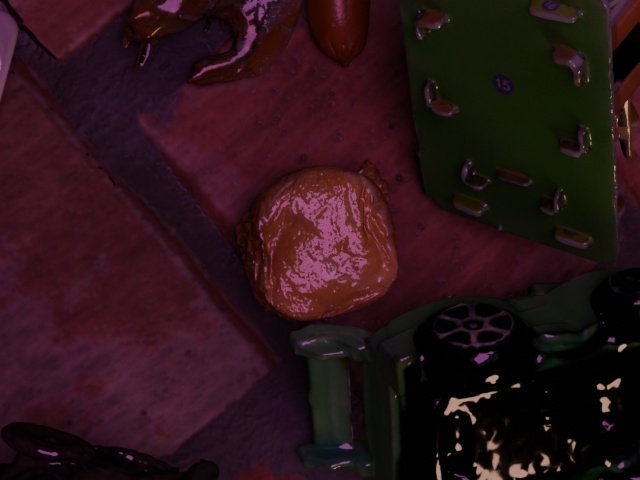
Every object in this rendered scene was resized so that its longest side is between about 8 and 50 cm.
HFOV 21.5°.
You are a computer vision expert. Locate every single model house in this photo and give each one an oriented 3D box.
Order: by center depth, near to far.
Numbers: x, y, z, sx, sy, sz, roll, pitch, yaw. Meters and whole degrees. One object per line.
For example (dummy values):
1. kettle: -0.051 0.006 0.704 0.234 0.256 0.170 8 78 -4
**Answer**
1. model house: 0.291 -0.186 1.483 0.323 0.340 0.300 -49 144 -33

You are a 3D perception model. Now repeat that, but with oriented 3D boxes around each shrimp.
1. shrimp: -0.094 -0.203 1.522 0.187 0.051 0.132 -34 97 -11

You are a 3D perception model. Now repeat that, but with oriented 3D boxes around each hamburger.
1. hamburger: 0.000 0.000 1.530 0.147 0.083 0.138 -16 98 -8

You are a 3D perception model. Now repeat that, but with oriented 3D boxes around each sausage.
1. sausage: 0.016 -0.251 1.542 0.062 0.054 0.183 3 94 8

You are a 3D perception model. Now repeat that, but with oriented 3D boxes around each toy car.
1. toy car: 0.169 0.134 1.516 0.359 0.176 0.213 -16 119 -17

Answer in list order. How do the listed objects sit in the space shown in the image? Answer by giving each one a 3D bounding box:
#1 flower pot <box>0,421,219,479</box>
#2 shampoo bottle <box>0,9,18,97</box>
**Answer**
1. flower pot: -0.181 0.297 1.396 0.213 0.302 0.301 -1 91 -15
2. shampoo bottle: -0.380 -0.175 1.468 0.221 0.051 0.108 15 91 -11
